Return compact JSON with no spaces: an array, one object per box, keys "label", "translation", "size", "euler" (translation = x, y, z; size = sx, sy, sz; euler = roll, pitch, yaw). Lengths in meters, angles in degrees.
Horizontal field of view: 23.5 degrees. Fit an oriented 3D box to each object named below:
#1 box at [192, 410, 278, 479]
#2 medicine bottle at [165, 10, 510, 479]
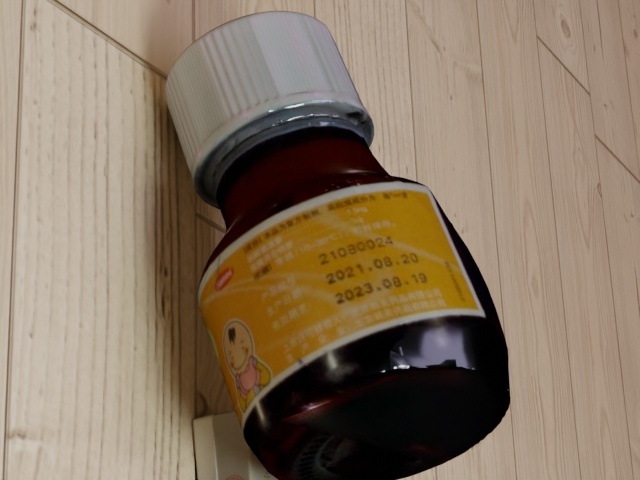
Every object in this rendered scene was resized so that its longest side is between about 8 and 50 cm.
[{"label":"box","translation":[-0.035,0.230,1.395],"size":[0.201,0.058,0.141],"euler":[16,64,-60]},{"label":"medicine bottle","translation":[0.000,0.000,1.335],"size":[0.242,0.242,0.395],"euler":[34,30,-54]}]
